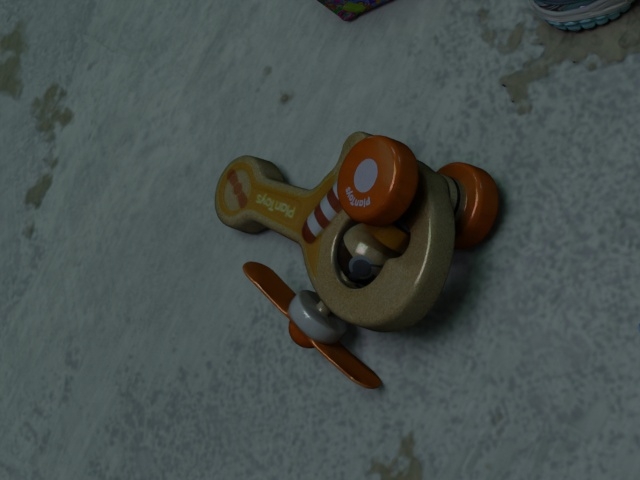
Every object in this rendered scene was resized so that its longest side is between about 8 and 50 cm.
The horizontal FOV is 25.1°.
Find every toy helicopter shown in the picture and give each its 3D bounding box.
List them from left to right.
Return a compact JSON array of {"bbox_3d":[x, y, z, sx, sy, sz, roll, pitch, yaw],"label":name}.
[{"bbox_3d":[0.000,0.000,1.444,0.355,0.140,0.235,22,96,50],"label":"toy helicopter"}]

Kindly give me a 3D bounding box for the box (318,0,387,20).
[{"bbox_3d":[0.083,-0.430,1.485,0.290,0.177,0.279,-21,61,29],"label":"box"}]

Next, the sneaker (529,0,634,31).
[{"bbox_3d":[0.303,-0.285,1.301,0.283,0.122,0.110,-27,60,26],"label":"sneaker"}]

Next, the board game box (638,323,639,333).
[{"bbox_3d":[0.319,0.103,1.211,0.090,0.020,0.090,-20,63,31],"label":"board game box"}]
